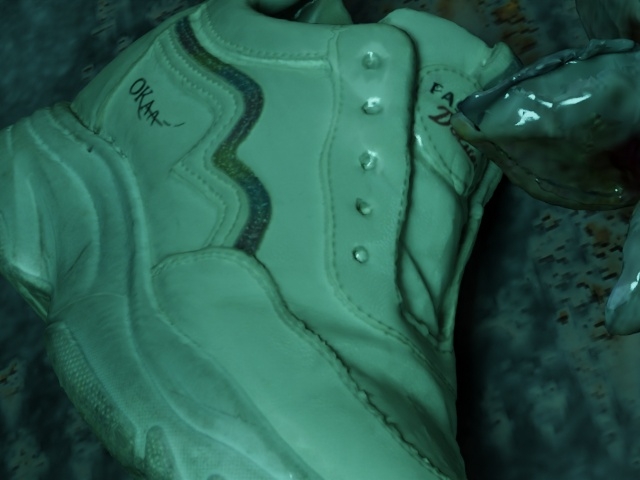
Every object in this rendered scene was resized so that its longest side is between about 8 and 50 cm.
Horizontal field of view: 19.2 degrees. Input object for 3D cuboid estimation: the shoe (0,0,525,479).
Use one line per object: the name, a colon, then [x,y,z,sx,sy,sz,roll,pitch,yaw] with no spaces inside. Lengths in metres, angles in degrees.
shoe: [0.000,0.000,0.720,0.210,0.132,0.342,-42,41,-1]

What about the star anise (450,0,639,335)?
star anise: [0.160,-0.055,0.681,0.236,0.093,0.229,-41,59,-18]
